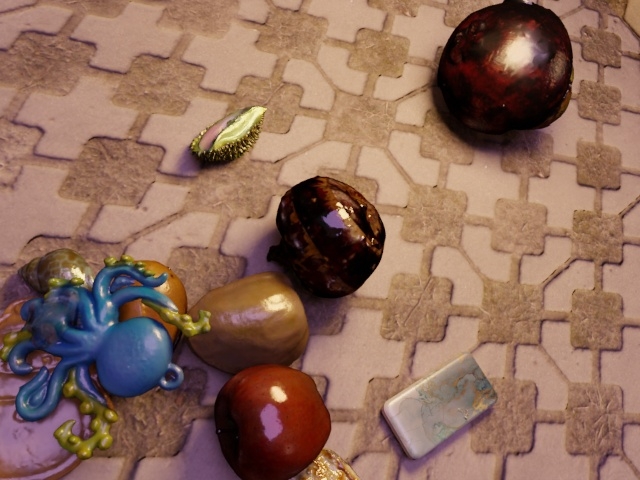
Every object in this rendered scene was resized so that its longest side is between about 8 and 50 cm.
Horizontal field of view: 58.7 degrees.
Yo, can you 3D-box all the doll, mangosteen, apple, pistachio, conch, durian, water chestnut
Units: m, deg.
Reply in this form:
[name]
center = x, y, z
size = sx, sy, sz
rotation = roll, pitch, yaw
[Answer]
[doll]
center = -0.401, 0.193, 1.039
size = 0.341, 0.099, 0.346
rotation = 26, 80, 12
[mangosteen]
center = 0.546, -0.496, 1.638
size = 0.421, 0.381, 0.381
rotation = -14, 72, -36
[apple]
center = -0.097, 0.351, 1.112
size = 0.233, 0.234, 0.234
rotation = 8, 65, -16
[pistachio]
center = -0.151, 0.186, 1.193
size = 0.260, 0.163, 0.213
rotation = -15, 85, -21
[conch]
center = -0.510, 0.079, 1.137
size = 0.173, 0.116, 0.106
rotation = 48, 59, 3
[durian]
center = -0.225, -0.245, 1.398
size = 0.220, 0.137, 0.096
rotation = -43, 120, -34
[water chestnut]
center = 0.000, 0.000, 1.297
size = 0.299, 0.300, 0.300
rotation = 8, 65, -16

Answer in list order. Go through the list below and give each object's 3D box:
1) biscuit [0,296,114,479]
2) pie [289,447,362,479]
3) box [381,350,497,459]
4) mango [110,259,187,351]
[biscuit]
center = -0.567, 0.283, 1.061
size = 0.311, 0.057, 0.351
rotation = -14, 73, -26
[pie]
center = -0.001, 0.525, 1.139
size = 0.205, 0.084, 0.179
rotation = 44, 57, 6
[box]
center = 0.283, 0.380, 1.331
size = 0.285, 0.044, 0.142
rotation = -24, 73, -27
[mango]
center = -0.356, 0.158, 1.147
size = 0.166, 0.136, 0.236
rotation = 22, 72, -18
